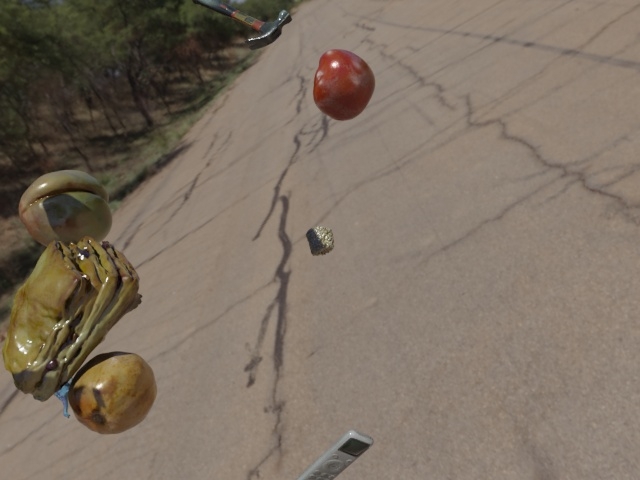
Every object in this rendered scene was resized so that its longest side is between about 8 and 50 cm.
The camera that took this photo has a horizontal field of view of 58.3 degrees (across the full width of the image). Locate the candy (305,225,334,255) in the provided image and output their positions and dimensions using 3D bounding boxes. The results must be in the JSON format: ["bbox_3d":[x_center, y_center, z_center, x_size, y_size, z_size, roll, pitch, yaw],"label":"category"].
[{"bbox_3d":[0.000,0.000,2.072,0.095,0.085,0.110,-30,58,42],"label":"candy"}]

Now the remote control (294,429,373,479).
[{"bbox_3d":[0.018,0.500,1.261,0.261,0.067,0.029,-51,24,28],"label":"remote control"}]

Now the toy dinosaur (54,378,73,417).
[{"bbox_3d":[-0.802,0.459,1.797,0.080,0.197,0.045,-26,-24,-2],"label":"toy dinosaur"}]

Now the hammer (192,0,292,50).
[{"bbox_3d":[-0.201,-0.532,1.349,0.287,0.033,0.111,35,83,29],"label":"hammer"}]

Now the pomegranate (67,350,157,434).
[{"bbox_3d":[-0.500,0.363,1.387,0.207,0.207,0.207,-29,21,12],"label":"pomegranate"}]

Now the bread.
[{"bbox_3d":[-0.635,0.160,1.398,0.370,0.191,0.314,-49,42,-8],"label":"bread"}]

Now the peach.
[{"bbox_3d":[-0.861,-0.100,1.952,0.292,0.292,0.247,-45,-6,-28],"label":"peach"}]

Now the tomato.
[{"bbox_3d":[0.060,-0.412,1.528,0.151,0.187,0.187,33,63,28],"label":"tomato"}]
